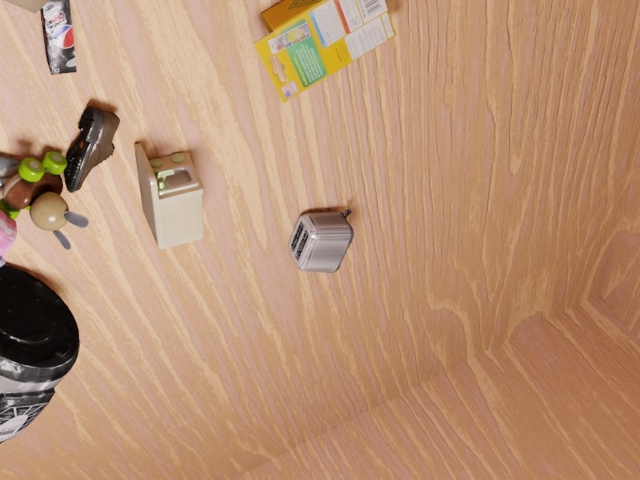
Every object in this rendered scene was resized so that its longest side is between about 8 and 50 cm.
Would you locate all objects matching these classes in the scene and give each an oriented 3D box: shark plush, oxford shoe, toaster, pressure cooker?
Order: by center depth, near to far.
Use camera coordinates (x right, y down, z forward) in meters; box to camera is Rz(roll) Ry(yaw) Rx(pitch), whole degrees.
[{"bbox_3d":[-0.738,-0.184,1.633,0.161,0.073,0.067,35,89,-29],"label":"shark plush"},{"bbox_3d":[-0.522,-0.197,1.720,0.096,0.083,0.227,5,130,-44],"label":"oxford shoe"},{"bbox_3d":[-0.843,0.310,1.837,0.369,0.376,0.420,40,108,-17],"label":"pressure cooker"},{"bbox_3d":[0.000,0.000,2.264,0.146,0.129,0.227,-2,135,-30],"label":"toaster"}]

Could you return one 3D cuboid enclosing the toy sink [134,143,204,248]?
[{"bbox_3d":[-0.368,-0.122,1.852,0.131,0.153,0.234,-16,139,-20],"label":"toy sink"}]

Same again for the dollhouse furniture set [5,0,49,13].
[{"bbox_3d":[-0.538,-0.525,1.341,0.144,0.151,0.123,-39,177,9],"label":"dollhouse furniture set"}]

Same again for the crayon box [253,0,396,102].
[{"bbox_3d":[0.001,-0.491,1.752,0.322,0.083,0.203,-32,143,-1],"label":"crayon box"}]

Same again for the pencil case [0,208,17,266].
[{"bbox_3d":[-0.812,-0.078,1.518,0.160,0.167,0.386,-32,126,17],"label":"pencil case"}]

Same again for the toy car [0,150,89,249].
[{"bbox_3d":[-0.603,-0.076,1.683,0.155,0.188,0.149,-48,176,28],"label":"toy car"}]

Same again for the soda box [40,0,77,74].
[{"bbox_3d":[-0.523,-0.418,1.488,0.053,0.060,0.169,-12,138,-22],"label":"soda box"}]
